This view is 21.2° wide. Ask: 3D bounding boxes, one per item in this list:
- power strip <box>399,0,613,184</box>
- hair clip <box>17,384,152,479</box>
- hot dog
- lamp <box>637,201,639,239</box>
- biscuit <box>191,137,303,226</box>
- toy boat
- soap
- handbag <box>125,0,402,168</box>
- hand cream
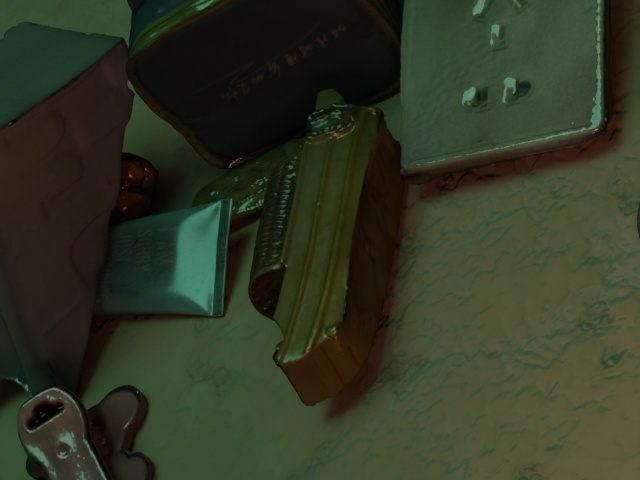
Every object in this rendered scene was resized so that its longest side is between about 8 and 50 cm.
[{"bbox_3d":[0.162,-0.151,1.446,0.198,0.064,0.213,-12,60,32],"label":"power strip"},{"bbox_3d":[-0.195,0.193,1.466,0.123,0.102,0.138,-39,70,9],"label":"hair clip"},{"bbox_3d":[-0.267,-0.033,1.717,0.249,0.068,0.100,-16,46,32],"label":"hot dog"},{"bbox_3d":[0.271,-0.013,1.182,0.105,0.105,0.105,-24,41,23],"label":"lamp"},{"bbox_3d":[-0.062,-0.050,1.588,0.147,0.018,0.071,-25,39,21],"label":"biscuit"},{"bbox_3d":[0.000,0.000,1.424,0.115,0.089,0.310,-9,47,24],"label":"toy boat"},{"bbox_3d":[-0.266,-0.027,1.605,0.159,0.302,0.258,5,32,30],"label":"soap"},{"bbox_3d":[-0.060,-0.241,1.608,0.263,0.222,0.241,-26,45,19],"label":"handbag"},{"bbox_3d":[-0.212,0.032,1.607,0.312,0.070,0.111,-10,68,35],"label":"hand cream"}]
